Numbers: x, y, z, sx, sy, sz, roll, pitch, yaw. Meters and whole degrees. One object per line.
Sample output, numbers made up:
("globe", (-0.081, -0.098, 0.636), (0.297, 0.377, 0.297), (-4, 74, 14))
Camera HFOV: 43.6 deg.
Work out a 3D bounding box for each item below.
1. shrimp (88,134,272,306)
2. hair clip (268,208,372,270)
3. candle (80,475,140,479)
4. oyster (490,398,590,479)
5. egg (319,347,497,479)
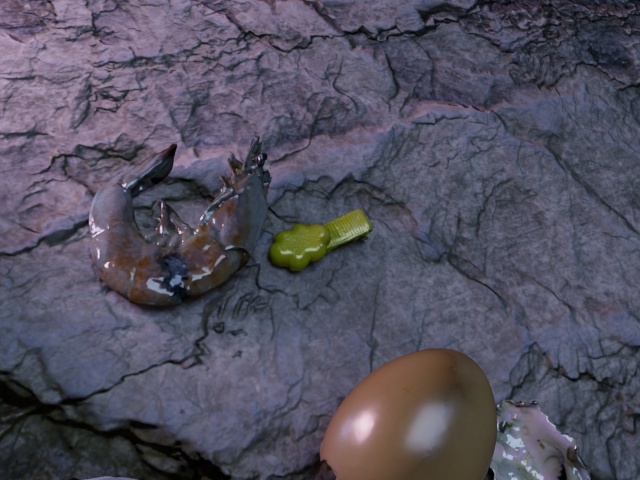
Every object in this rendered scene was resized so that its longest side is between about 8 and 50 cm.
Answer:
("shrimp", (-0.195, -0.052, 1.189), (0.247, 0.085, 0.360), (29, 56, 8))
("hair clip", (0.000, 0.000, 1.239), (0.173, 0.046, 0.072), (-17, 61, -27))
("candle", (-0.219, 0.346, 0.745), (0.222, 0.342, 0.221), (13, 54, -19))
("oyster", (0.312, 0.321, 1.127), (0.209, 0.072, 0.133), (39, 81, 24))
("egg", (0.119, 0.247, 1.009), (0.201, 0.201, 0.244), (35, 82, 5))
